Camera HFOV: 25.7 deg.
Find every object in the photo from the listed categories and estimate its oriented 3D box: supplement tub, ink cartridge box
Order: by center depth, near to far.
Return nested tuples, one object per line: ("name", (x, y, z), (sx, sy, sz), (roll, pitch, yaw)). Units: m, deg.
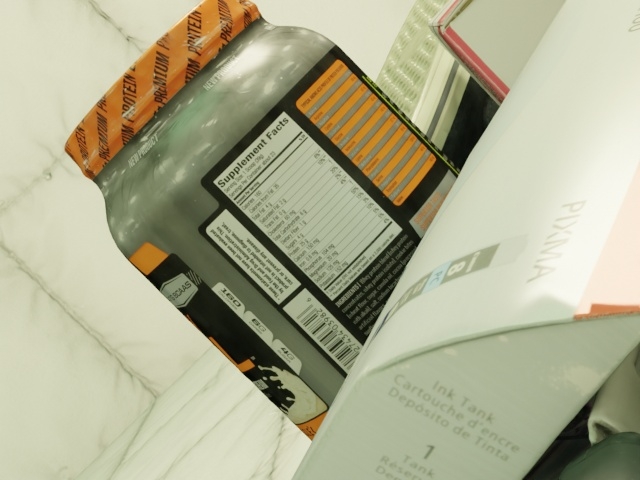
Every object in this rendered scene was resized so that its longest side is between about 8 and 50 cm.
("ink cartridge box", (0.122, -0.052, 0.622), (0.308, 0.091, 0.385), (-57, -6, -42))
("supplement tub", (0.000, 0.000, 0.903), (0.193, 0.316, 0.193), (-44, 4, 4))
("ink cartridge box", (0.186, -0.120, 0.997), (0.117, 0.207, 0.283), (-44, 5, 9))

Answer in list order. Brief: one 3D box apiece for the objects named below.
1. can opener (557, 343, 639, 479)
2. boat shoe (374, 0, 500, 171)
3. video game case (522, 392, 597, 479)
("can opener", (0.123, 0.096, 0.487), (0.093, 0.074, 0.280), (-40, 6, 35))
("boat shoe", (0.110, -0.077, 1.222), (0.187, 0.156, 0.500), (-30, 26, 52))
("video game case", (0.114, 0.116, 0.701), (0.274, 0.026, 0.196), (-45, 5, -19))
